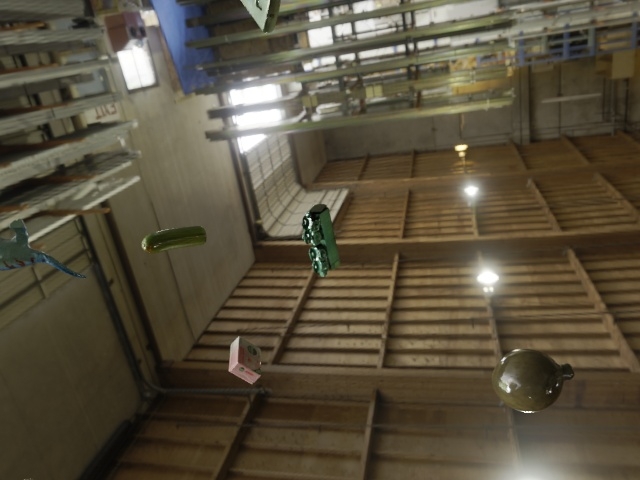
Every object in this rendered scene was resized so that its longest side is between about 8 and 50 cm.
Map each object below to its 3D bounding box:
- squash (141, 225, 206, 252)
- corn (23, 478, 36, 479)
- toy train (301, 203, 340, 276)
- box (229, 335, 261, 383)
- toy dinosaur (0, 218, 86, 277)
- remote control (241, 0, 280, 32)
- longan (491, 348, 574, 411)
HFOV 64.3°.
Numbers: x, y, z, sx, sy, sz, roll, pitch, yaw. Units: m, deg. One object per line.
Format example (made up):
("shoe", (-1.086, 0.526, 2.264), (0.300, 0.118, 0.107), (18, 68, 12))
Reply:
("squash", (-0.183, -0.001, 0.632), (0.027, 0.028, 0.083), (9, -167, 40))
("corn", (-0.576, 0.653, 1.188), (0.335, 0.127, 0.127), (19, -154, 3))
("toy train", (0.000, 0.000, 1.020), (0.038, 0.148, 0.071), (8, -146, 34))
("box", (-0.225, 0.357, 1.526), (0.043, 0.089, 0.125), (-46, -156, 16))
("toy dinosaur", (-0.615, 0.013, 0.940), (0.328, 0.144, 0.076), (3, -136, 0))
("remote control", (-0.163, -0.604, 1.216), (0.038, 0.098, 0.234), (-15, -120, -29))
("longan", (0.555, 0.363, 1.334), (0.204, 0.159, 0.185), (-19, 158, 17))
